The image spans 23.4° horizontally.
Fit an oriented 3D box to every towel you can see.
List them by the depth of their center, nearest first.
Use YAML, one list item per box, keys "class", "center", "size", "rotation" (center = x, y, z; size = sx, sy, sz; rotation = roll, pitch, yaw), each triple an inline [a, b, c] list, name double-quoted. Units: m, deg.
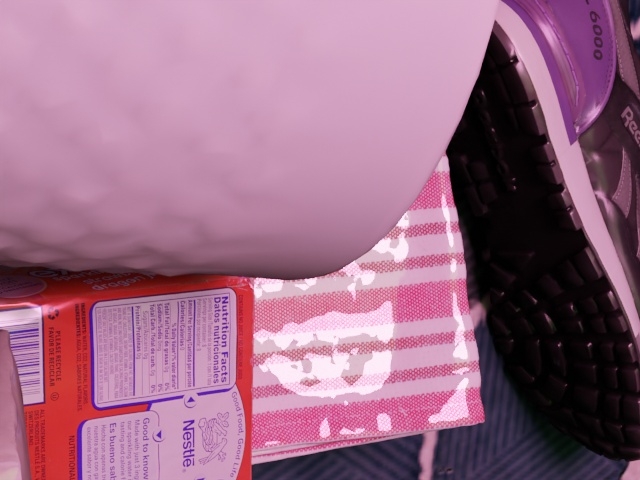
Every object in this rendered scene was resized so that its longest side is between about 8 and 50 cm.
- class: "towel"
  center: [0.000, 0.000, 0.721]
  size: [0.144, 0.029, 0.197]
  rotation: [-8, 91, -17]

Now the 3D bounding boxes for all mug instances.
- class: "mug"
  center: [-0.148, -0.177, 0.514]
  size: [0.328, 0.276, 0.374]
  rotation: [4, 69, -25]

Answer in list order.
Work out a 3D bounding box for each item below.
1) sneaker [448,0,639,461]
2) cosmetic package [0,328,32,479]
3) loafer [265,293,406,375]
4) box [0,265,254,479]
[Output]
- class: "sneaker"
  center: [0.153, -0.019, 0.819]
  size: [0.124, 0.107, 0.283]
  rotation: [-33, 117, -29]
- class: "cosmetic package"
  center: [-0.236, 0.121, 0.482]
  size: [0.296, 0.153, 0.129]
  rotation: [-6, 104, -10]
- class: "loafer"
  center: [0.000, 0.060, 0.769]
  size: [0.148, 0.056, 0.050]
  rotation: [-29, 118, -15]
- class: "box"
  center: [-0.112, 0.130, 0.669]
  size: [0.128, 0.122, 0.257]
  rotation: [-6, 104, -30]
